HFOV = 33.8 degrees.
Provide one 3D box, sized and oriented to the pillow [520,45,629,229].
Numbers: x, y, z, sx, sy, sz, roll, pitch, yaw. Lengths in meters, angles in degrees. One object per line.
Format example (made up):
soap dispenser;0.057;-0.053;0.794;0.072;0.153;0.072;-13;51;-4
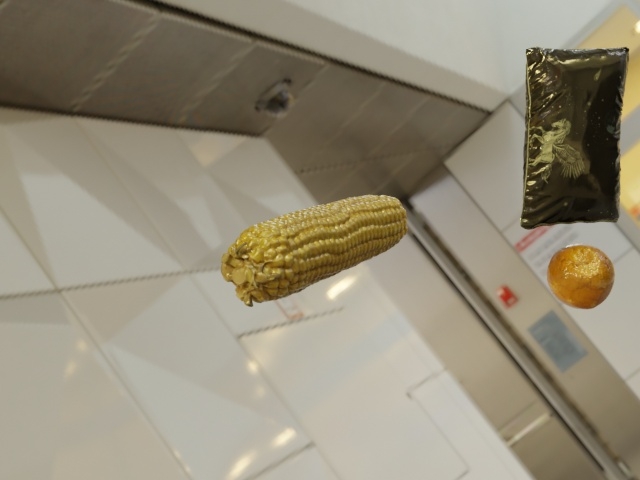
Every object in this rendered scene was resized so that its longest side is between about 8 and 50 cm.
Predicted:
pillow;0.293;-0.119;1.217;0.141;0.208;0.055;-3;9;-20

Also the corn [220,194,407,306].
corn;0.000;0.000;1.403;0.305;0.106;0.106;-22;-20;-42

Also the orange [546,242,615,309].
orange;0.312;0.043;1.266;0.083;0.083;0.070;-32;-31;-25
